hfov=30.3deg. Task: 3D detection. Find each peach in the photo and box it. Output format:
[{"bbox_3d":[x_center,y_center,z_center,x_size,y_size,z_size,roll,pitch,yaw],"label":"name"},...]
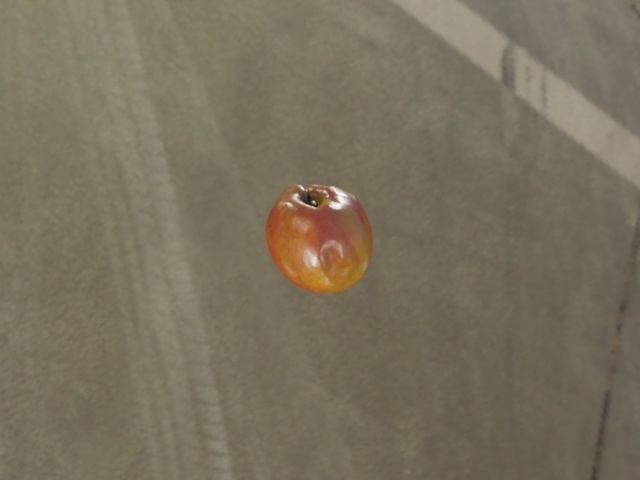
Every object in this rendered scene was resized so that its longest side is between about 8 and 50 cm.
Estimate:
[{"bbox_3d":[-0.001,0.001,1.061,0.100,0.100,0.101,14,62,-27],"label":"peach"}]
